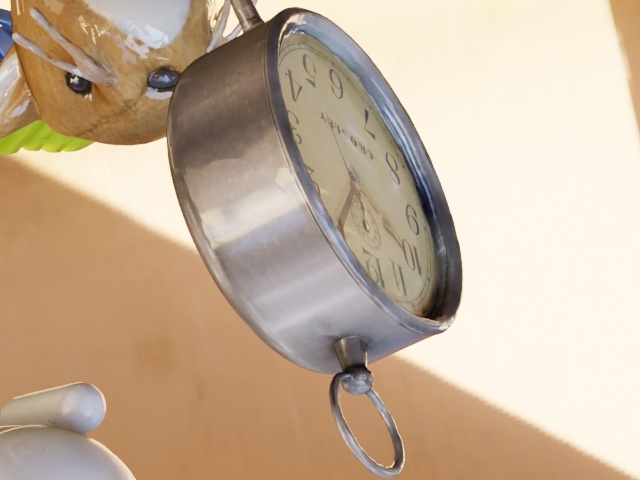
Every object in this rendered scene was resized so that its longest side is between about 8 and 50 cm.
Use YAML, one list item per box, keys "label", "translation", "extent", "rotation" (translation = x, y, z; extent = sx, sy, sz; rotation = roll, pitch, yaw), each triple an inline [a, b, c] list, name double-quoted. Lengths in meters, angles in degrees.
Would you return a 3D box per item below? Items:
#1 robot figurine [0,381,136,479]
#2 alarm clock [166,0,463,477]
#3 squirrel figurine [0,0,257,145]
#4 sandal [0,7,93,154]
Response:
- label: "robot figurine"
  translation: [-0.271, 0.251, 1.376]
  extent: [0.200, 0.300, 0.353]
  rotation: [35, 153, -33]
- label: "alarm clock"
  translation: [0.000, 0.000, 0.607]
  extent: [0.064, 0.192, 0.129]
  rotation: [-28, 143, 20]
- label: "squirrel figurine"
  translation: [-0.170, -0.259, 1.132]
  extent: [0.281, 0.370, 0.397]
  rotation: [-20, -155, -26]
- label: "sandal"
  translation: [-0.291, -0.143, 1.433]
  extent: [0.126, 0.138, 0.317]
  rotation: [-39, 167, 25]
